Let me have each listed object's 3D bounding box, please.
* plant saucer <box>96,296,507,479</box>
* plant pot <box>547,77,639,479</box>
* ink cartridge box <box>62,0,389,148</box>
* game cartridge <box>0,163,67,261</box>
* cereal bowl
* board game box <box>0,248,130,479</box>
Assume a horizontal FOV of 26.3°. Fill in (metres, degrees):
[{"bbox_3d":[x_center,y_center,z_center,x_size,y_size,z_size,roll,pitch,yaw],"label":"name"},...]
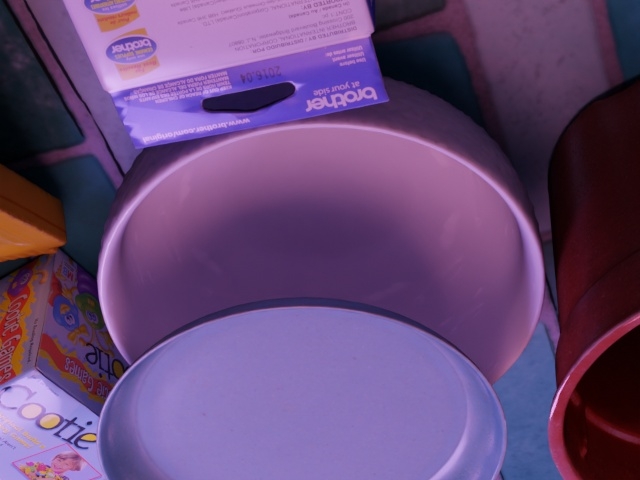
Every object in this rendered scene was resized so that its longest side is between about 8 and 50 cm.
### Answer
[{"bbox_3d":[-0.014,0.151,1.076,0.318,0.043,0.317,-1,131,-1],"label":"plant saucer"},{"bbox_3d":[0.287,0.029,1.013,0.273,0.265,0.272,-1,133,-1],"label":"plant pot"},{"bbox_3d":[-0.080,-0.205,0.824,0.186,0.065,0.311,-11,126,12],"label":"ink cartridge box"},{"bbox_3d":[-0.373,-0.005,1.000,0.324,0.052,0.285,-7,171,6],"label":"game cartridge"},{"bbox_3d":[0.000,0.000,1.062,0.339,0.141,0.339,-1,133,-1],"label":"cereal bowl"},{"bbox_3d":[-0.292,0.150,1.192,0.275,0.142,0.144,-28,128,23],"label":"board game box"}]
